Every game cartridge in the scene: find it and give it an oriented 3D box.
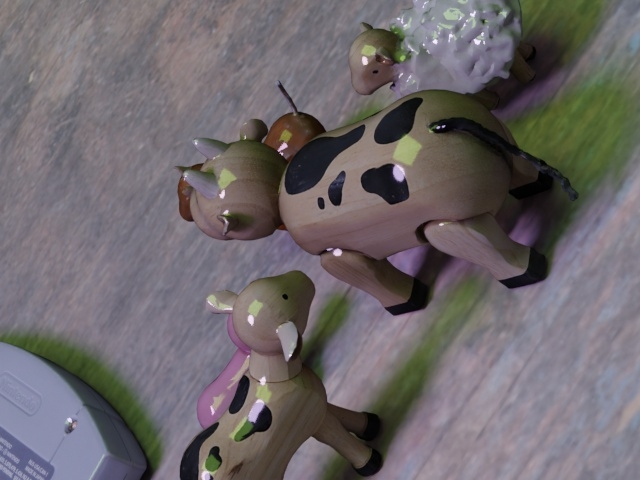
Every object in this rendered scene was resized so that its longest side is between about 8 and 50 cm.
[{"bbox_3d":[-0.250,0.184,1.495,0.294,0.060,0.196,24,87,53],"label":"game cartridge"}]

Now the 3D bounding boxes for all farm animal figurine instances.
[{"bbox_3d":[0.000,0.000,1.246,0.327,0.172,0.330,-32,44,30],"label":"farm animal figurine"}]
